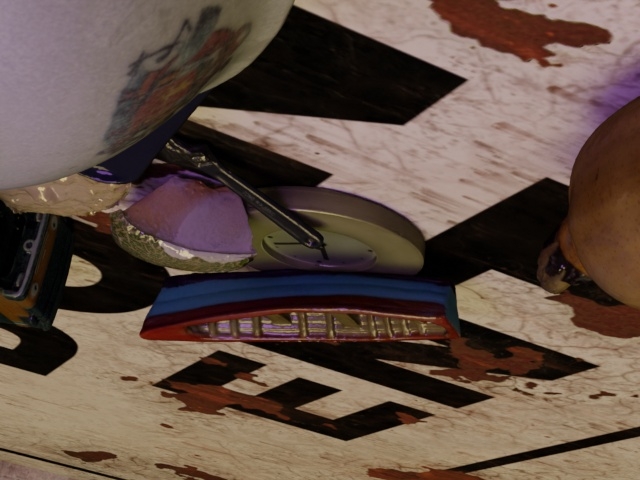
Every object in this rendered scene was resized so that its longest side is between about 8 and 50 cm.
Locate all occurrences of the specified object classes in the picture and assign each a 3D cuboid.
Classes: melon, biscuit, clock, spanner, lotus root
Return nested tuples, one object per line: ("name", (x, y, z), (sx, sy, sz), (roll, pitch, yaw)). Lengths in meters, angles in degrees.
("melon", (-0.170, -0.020, 1.299), (0.202, 0.093, 0.139), (1, 172, 38))
("biscuit", (-0.273, -0.094, 1.180), (0.179, 0.084, 0.281), (4, 156, 16))
("clock", (0.000, 0.000, 1.370), (0.235, 0.029, 0.235), (8, 159, 3))
("spanner", (-0.080, -0.049, 1.248), (0.208, 0.012, 0.046), (35, 141, -23))
("lotus root", (0.282, -0.027, 0.986), (0.183, 0.182, 0.310), (20, 156, -23))

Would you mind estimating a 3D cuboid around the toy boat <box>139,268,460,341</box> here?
("toy boat", (-0.031, 0.082, 1.442), (0.392, 0.079, 0.136), (0, 160, 20))

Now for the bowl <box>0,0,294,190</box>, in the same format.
("bowl", (-0.241, -0.143, 0.659), (0.435, 0.196, 0.435), (13, 149, 8))

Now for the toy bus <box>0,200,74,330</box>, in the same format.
("toy bus", (-0.436, 0.013, 1.438), (0.275, 0.138, 0.167), (7, 159, 11))

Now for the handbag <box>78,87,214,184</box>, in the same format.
("handbag", (-0.221, -0.179, 0.918), (0.303, 0.122, 0.329), (20, 154, -21))
